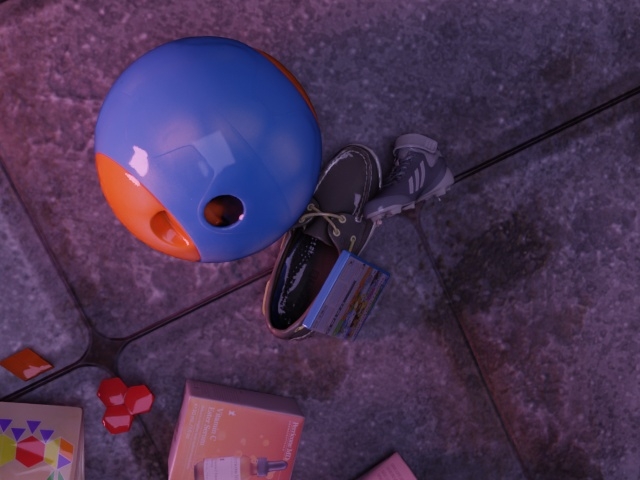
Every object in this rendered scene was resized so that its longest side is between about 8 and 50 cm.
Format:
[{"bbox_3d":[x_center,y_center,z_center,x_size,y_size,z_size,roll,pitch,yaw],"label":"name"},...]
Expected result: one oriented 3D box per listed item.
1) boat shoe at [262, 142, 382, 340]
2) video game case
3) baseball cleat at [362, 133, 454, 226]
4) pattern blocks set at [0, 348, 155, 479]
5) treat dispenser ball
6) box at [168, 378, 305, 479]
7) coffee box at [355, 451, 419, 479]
[{"bbox_3d":[0.004,0.002,1.248,0.109,0.091,0.304,23,92,14],"label":"boat shoe"},{"bbox_3d":[0.041,0.083,1.254,0.015,0.166,0.119,29,90,27],"label":"video game case"},{"bbox_3d":[0.114,-0.091,1.250,0.206,0.072,0.109,-23,92,-51],"label":"baseball cleat"},{"bbox_3d":[-0.414,0.296,1.215,0.325,0.026,0.285,13,79,-3],"label":"pattern blocks set"},{"bbox_3d":[-0.141,-0.115,1.118,0.288,0.288,0.288,-1,97,-11],"label":"treat dispenser ball"},{"bbox_3d":[-0.124,0.288,1.269,0.171,0.091,0.130,12,94,-12],"label":"box"},{"bbox_3d":[0.099,0.567,1.209,0.338,0.337,0.334,-35,101,-3],"label":"coffee box"}]
